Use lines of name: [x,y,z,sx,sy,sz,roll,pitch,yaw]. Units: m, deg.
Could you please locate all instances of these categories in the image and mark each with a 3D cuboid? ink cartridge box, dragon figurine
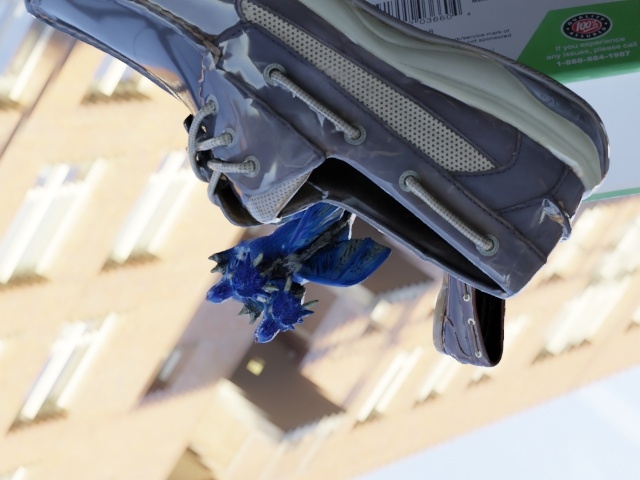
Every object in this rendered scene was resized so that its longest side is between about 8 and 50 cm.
ink cartridge box: [0.126,-0.159,1.399,0.211,0.121,0.289,-9,-136,7]
dragon figurine: [0.000,0.000,1.713,0.289,0.144,0.085,-37,-76,-33]

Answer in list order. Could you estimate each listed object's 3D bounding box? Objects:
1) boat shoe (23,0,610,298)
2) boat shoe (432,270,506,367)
boat shoe: [-0.017,-0.075,1.119,0.355,0.130,0.132,22,165,8]
boat shoe: [0.157,0.022,1.938,0.073,0.207,0.073,-12,-162,-37]
